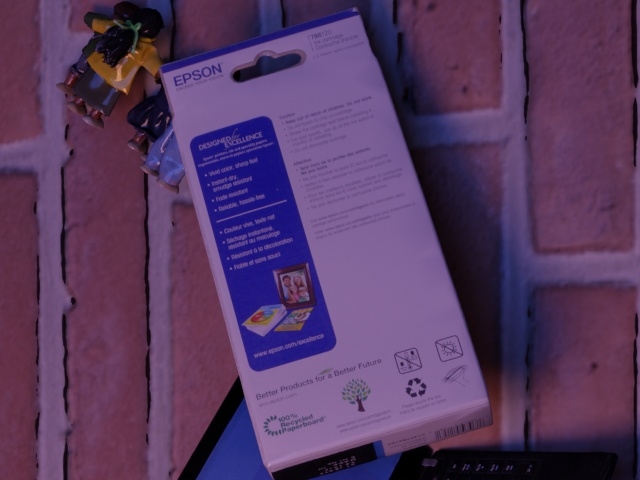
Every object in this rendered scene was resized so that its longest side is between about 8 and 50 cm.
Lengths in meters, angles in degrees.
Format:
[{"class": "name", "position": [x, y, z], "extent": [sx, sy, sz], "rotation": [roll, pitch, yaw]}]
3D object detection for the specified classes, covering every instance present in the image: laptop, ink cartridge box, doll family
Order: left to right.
[{"class": "doll family", "position": [-0.132, -0.125, 1.469], "extent": [0.193, 0.076, 0.111], "rotation": [39, 101, 17]}, {"class": "ink cartridge box", "position": [0.000, 0.000, 1.347], "extent": [0.165, 0.065, 0.333], "rotation": [-16, 66, 1]}, {"class": "laptop", "position": [0.030, 0.202, 1.275], "extent": [0.264, 0.136, 0.234], "rotation": [-5, 45, 44]}]
